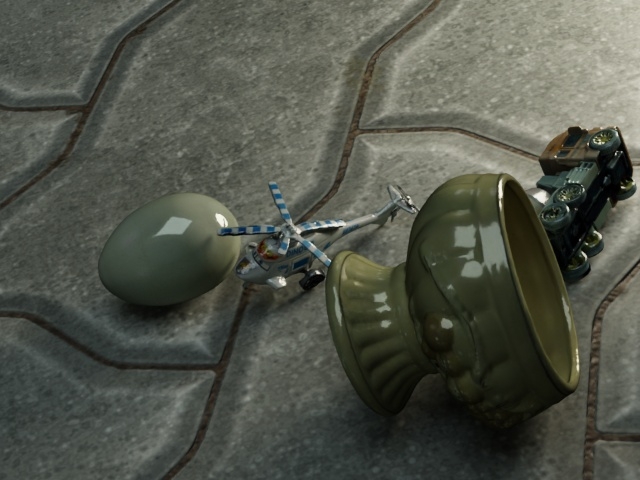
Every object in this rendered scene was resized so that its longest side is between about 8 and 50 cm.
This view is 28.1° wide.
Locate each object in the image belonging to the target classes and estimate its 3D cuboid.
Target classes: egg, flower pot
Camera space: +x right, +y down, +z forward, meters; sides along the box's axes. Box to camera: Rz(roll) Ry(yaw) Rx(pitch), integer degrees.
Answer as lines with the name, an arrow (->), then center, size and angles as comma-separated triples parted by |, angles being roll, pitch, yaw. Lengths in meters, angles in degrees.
egg -> -0.214, 0.015, 1.807 | 0.209, 0.151, 0.151 | -20, 42, 2
flower pot -> 0.156, 0.086, 1.540 | 0.244, 0.307, 0.307 | -19, 40, 21

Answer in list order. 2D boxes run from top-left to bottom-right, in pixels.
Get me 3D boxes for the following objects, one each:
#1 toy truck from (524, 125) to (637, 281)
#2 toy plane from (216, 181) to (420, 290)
toy truck -> 0.321, -0.047, 1.754 | 0.140, 0.108, 0.257 | 6, 48, 41
toy plane -> -0.005, -0.008, 1.804 | 0.182, 0.107, 0.273 | 37, 48, 17
